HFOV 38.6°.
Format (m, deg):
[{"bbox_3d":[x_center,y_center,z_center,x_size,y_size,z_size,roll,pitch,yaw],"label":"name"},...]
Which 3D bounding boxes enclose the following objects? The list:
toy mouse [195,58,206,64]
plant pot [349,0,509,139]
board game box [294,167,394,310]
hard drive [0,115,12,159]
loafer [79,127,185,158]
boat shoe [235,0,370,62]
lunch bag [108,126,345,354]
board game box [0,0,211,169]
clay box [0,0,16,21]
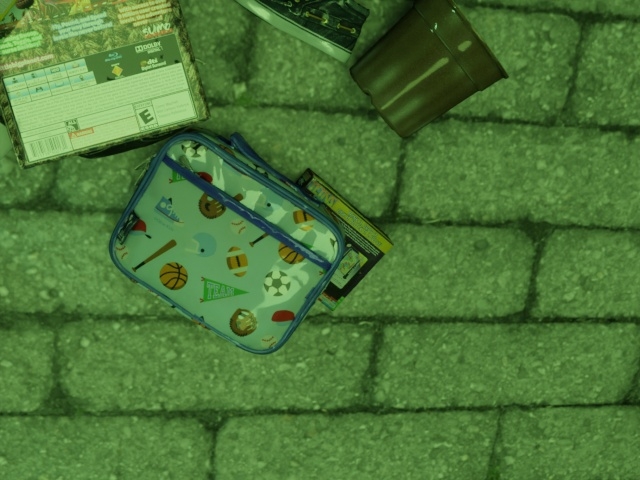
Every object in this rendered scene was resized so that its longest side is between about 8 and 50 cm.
[{"bbox_3d":[-0.239,-0.225,1.222,0.161,0.031,0.143,13,108,-17],"label":"toy mouse"},{"bbox_3d":[0.140,-0.234,1.241,0.165,0.167,0.167,-39,115,12],"label":"plant pot"},{"bbox_3d":[0.000,0.000,1.357,0.170,0.048,0.141,40,97,-22],"label":"board game box"},{"bbox_3d":[-0.545,-0.073,1.080,0.318,0.040,0.210,-45,135,3],"label":"hard drive"},{"bbox_3d":[-0.252,-0.152,1.236,0.170,0.061,0.062,-14,86,-5],"label":"loafer"},{"bbox_3d":[-0.024,-0.314,1.222,0.183,0.065,0.083,22,103,-26],"label":"boat shoe"},{"bbox_3d":[-0.127,-0.008,1.256,0.303,0.115,0.243,34,104,-4],"label":"lunch bag"},{"bbox_3d":[-0.283,-0.258,1.106,0.232,0.141,0.291,-15,101,-6],"label":"board game box"},{"bbox_3d":[-0.426,-0.234,0.966,0.222,0.053,0.127,-50,130,4],"label":"clay box"}]
